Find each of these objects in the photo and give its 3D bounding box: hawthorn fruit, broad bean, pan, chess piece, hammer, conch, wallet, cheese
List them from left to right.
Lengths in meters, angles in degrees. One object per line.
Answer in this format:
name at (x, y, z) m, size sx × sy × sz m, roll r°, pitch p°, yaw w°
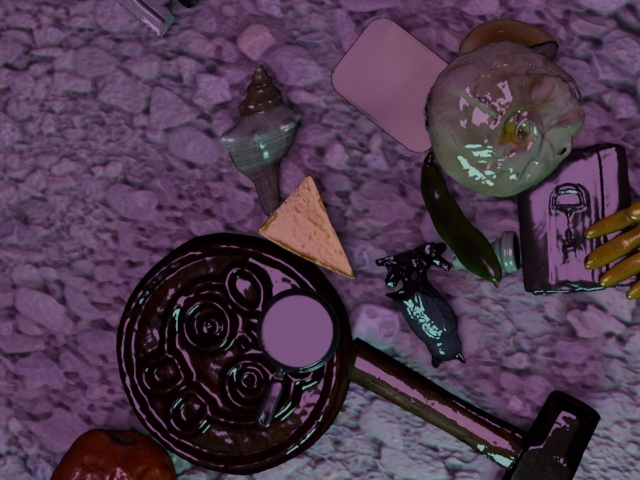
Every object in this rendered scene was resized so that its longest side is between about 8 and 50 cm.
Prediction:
hawthorn fruit at (-0.310, 0.413, 1.757) m, size 0.243 × 0.207 × 0.208 m, roll 14°, pitch 96°, yaw 29°
conch at (-0.110, -0.167, 1.752) m, size 0.137 × 0.114 × 0.234 m, roll 26°, pitch 103°, yaw 22°
pan at (-0.054, 0.189, 1.705) m, size 0.136 × 0.028 × 0.235 m, roll 21°, pitch 93°, yaw 9°
cheese at (0.000, 0.000, 1.741) m, size 0.171 × 0.093 × 0.126 m, roll 44°, pitch 88°, yaw 2°
broad bean at (0.212, -0.026, 1.694) m, size 0.065 × 0.046 × 0.255 m, roll -41°, pitch 61°, yaw 25°
hammer at (0.216, 0.285, 1.700) m, size 0.408 × 0.095 × 0.243 m, roll 29°, pitch 98°, yaw 2°
chess piece at (0.263, 0.021, 1.714) m, size 0.103 × 0.067 × 0.067 m, roll -5°, pitch 92°, yaw 21°
wallet at (0.402, -0.033, 1.690) m, size 0.181 × 0.049 × 0.229 m, roll -6°, pitch 90°, yaw 13°

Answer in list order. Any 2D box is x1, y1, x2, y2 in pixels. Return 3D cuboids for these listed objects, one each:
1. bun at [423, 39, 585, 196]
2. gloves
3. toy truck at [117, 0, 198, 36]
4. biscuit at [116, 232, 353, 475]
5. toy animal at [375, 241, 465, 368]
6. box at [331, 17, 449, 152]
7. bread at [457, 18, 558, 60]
bun at (0.279, -0.175, 1.598) m, size 0.239 × 0.141 × 0.239 m, roll -4°, pitch 113°, yaw -11°
gloves at (0.538, -0.012, 1.619) m, size 0.294 × 0.116 × 0.133 m, roll -25°, pitch 84°, yaw 7°
toy truck at (-0.227, -0.476, 1.756) m, size 0.136 × 0.111 × 0.286 m, roll 40°, pitch 102°, yaw 5°
biscuit at (-0.147, 0.189, 1.786) m, size 0.407 × 0.091 × 0.408 m, roll 1°, pitch 94°, yaw 11°
toy animal at (0.170, 0.112, 1.699) m, size 0.121 × 0.117 × 0.210 m, roll -21°, pitch 94°, yaw 30°
box at (0.132, -0.243, 1.708) m, size 0.201 × 0.090 × 0.144 m, roll 38°, pitch 99°, yaw 7°
bread at (0.280, -0.301, 1.680) m, size 0.157 × 0.083 × 0.094 m, roll -21°, pitch 67°, yaw -13°
